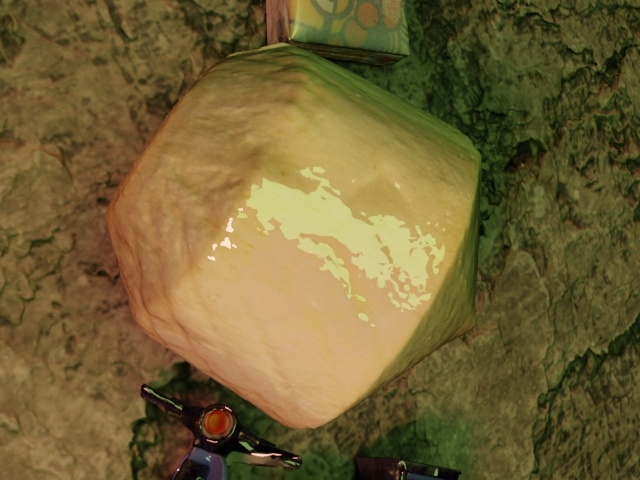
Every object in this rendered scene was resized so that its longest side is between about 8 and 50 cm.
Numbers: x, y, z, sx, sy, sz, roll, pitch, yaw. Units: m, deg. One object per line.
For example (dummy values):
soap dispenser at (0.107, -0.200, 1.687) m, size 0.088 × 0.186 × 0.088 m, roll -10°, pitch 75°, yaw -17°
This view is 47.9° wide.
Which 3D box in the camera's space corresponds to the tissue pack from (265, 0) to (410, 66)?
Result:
tissue pack at (0.019, -0.247, 0.762) m, size 0.148 × 0.060 × 0.108 m, roll 0°, pitch 86°, yaw -28°

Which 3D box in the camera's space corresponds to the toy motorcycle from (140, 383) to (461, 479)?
toy motorcycle at (-0.043, 0.262, 0.646) m, size 0.359 × 0.125 × 0.212 m, roll 20°, pitch 67°, yaw -27°

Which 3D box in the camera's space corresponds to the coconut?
coconut at (0.000, 0.000, 0.604) m, size 0.329 × 0.329 × 0.328 m, roll 3°, pitch 83°, yaw -28°
